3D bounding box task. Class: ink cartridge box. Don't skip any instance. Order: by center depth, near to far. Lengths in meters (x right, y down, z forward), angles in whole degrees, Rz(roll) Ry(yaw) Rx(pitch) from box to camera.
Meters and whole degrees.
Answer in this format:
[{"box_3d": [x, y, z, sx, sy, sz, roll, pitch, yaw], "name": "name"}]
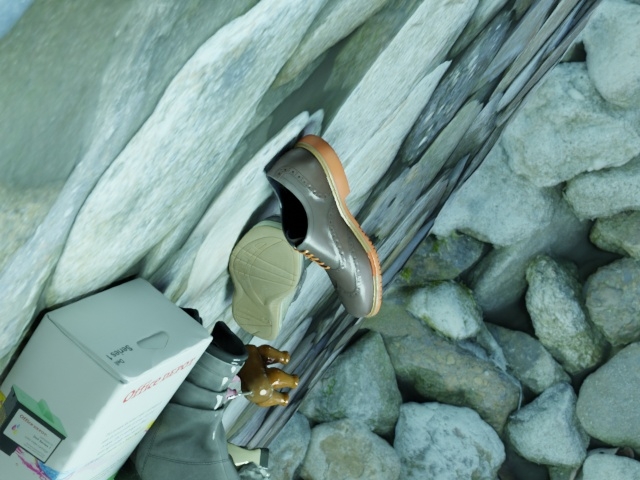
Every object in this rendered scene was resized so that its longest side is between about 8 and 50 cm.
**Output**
[{"box_3d": [-0.269, 0.191, 1.283, 0.278, 0.117, 0.201, -54, 169, 20], "name": "ink cartridge box"}]

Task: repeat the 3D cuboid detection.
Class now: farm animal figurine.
[{"box_3d": [-0.175, 0.278, 1.578, 0.172, 0.327, 0.330, 11, 149, -27], "name": "farm animal figurine"}]

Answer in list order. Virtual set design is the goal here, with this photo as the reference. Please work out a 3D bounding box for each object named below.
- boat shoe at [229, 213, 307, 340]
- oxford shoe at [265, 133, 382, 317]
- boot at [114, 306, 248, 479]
[{"box_3d": [-0.069, 0.040, 1.681, 0.285, 0.102, 0.092, 101, 14, -55], "name": "boat shoe"}, {"box_3d": [0.000, 0.000, 1.543, 0.098, 0.271, 0.097, -37, -153, -29], "name": "oxford shoe"}, {"box_3d": [-0.133, 0.224, 1.365, 0.118, 0.338, 0.223, 6, 111, -54], "name": "boot"}]
